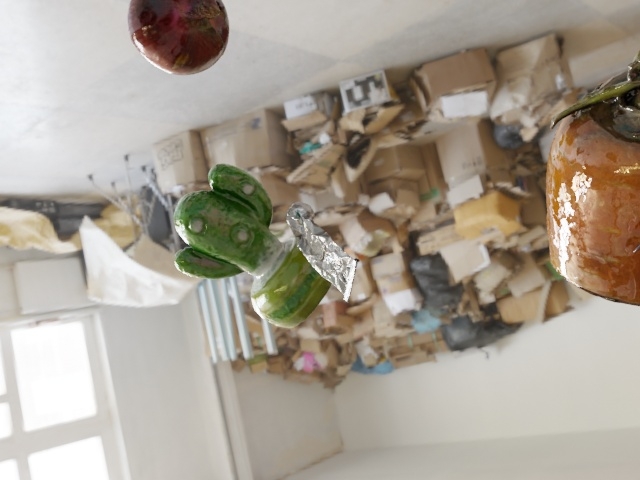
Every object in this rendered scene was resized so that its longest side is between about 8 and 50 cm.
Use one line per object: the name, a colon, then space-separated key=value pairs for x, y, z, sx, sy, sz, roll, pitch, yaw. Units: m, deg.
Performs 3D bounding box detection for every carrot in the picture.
carrot: x=0.340 y=-0.064 z=0.748 sx=0.193 sy=0.331 sz=0.214 roll=21 pitch=-136 yaw=34

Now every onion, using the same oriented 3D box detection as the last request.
onion: x=-0.309 y=-0.490 z=1.556 sx=0.248 sy=0.248 sz=0.161 roll=-10 pitch=162 yaw=-26

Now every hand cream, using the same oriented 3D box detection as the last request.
hand cream: x=-0.004 y=0.000 z=1.189 sx=0.050 sy=0.084 sz=0.257 roll=-2 pitch=-147 yaw=-24

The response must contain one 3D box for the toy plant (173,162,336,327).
toy plant: x=-0.136 y=0.016 z=1.329 sx=0.224 sy=0.316 sz=0.184 roll=-49 pitch=-167 yaw=6
